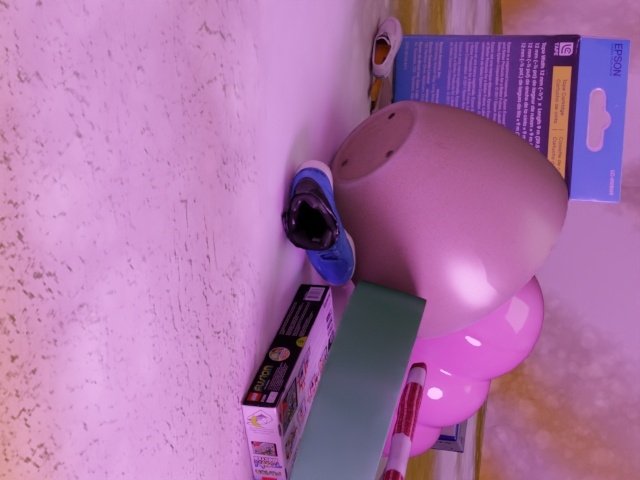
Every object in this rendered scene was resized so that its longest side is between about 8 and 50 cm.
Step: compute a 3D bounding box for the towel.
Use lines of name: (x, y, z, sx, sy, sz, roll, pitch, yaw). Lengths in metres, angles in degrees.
towel: (0.058, 0.319, 1.050, 0.329, 0.037, 0.237, -68, 169, -51)

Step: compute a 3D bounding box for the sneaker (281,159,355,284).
sneaker: (-0.001, 0.000, 1.028, 0.085, 0.058, 0.152, -74, 157, -55)

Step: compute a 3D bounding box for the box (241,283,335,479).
box: (-0.026, 0.149, 1.016, 0.207, 0.036, 0.114, -63, 153, -55)

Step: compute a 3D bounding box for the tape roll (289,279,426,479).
tape roll: (0.031, 0.204, 1.015, 0.321, 0.077, 0.321, 17, 90, -83)

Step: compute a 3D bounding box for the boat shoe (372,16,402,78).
boat shoe: (0.090, -0.275, 1.358, 0.035, 0.035, 0.100, 69, 35, -62)

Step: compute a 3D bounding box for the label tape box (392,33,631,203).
label tape box: (0.287, -0.183, 1.499, 0.115, 0.347, 0.249, 5, 89, -75)

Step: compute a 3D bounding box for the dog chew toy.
dog chew toy: (0.155, 0.155, 1.321, 0.332, 0.206, 0.206, -60, 173, 19)

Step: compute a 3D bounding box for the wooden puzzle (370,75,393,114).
wooden puzzle: (0.087, -0.197, 1.402, 0.116, 0.014, 0.079, 72, 30, -53)

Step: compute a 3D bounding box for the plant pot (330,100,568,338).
plant pot: (0.120, -0.054, 1.156, 0.191, 0.284, 0.284, 45, 41, -27)

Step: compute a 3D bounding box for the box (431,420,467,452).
box: (0.173, 0.297, 1.610, 0.137, 0.126, 0.072, 58, 40, -64)
